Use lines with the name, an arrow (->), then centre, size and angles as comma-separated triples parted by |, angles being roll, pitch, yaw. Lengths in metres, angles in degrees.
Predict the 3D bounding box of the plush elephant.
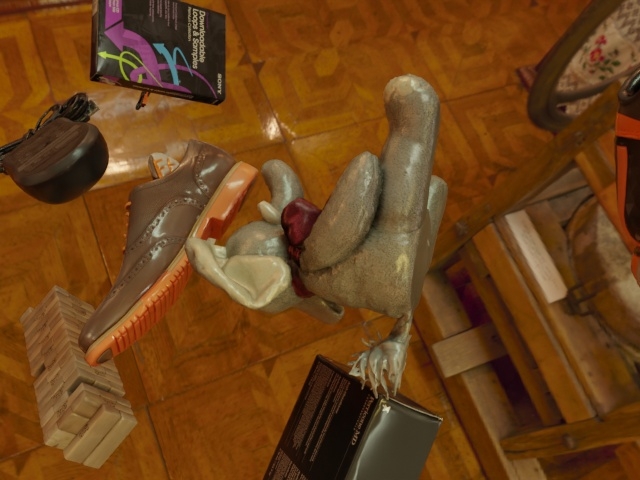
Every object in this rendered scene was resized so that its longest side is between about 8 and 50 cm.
plush elephant -> 0.000, 0.000, 0.711 | 0.255, 0.272, 0.330 | 9, 77, 18

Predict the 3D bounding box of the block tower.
block tower -> -0.395, 0.199, 0.939 | 0.097, 0.091, 0.335 | -49, 42, -1

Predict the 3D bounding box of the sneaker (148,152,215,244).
sneaker -> -0.292, -0.071, 1.164 | 0.215, 0.083, 0.084 | 66, 25, -5

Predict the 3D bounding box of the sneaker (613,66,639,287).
sneaker -> 0.265, -0.064, 0.221 | 0.124, 0.321, 0.180 | -18, 98, -39

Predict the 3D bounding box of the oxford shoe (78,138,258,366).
oxford shoe -> -0.234, 0.007, 0.831 | 0.132, 0.130, 0.364 | 33, 60, -2

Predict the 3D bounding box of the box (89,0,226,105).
box -> -0.190, -0.235, 0.706 | 0.162, 0.029, 0.116 | 3, 84, -38

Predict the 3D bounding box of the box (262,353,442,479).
box -> 0.018, 0.299, 0.732 | 0.103, 0.184, 0.261 | 26, 84, -21

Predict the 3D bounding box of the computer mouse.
computer mouse -> -0.356, -0.114, 0.810 | 0.188, 0.272, 0.072 | -41, 126, -15

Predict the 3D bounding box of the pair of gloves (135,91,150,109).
pair of gloves -> -0.273, -0.243, 0.926 | 0.010, 0.083, 0.074 | 21, 87, -25
